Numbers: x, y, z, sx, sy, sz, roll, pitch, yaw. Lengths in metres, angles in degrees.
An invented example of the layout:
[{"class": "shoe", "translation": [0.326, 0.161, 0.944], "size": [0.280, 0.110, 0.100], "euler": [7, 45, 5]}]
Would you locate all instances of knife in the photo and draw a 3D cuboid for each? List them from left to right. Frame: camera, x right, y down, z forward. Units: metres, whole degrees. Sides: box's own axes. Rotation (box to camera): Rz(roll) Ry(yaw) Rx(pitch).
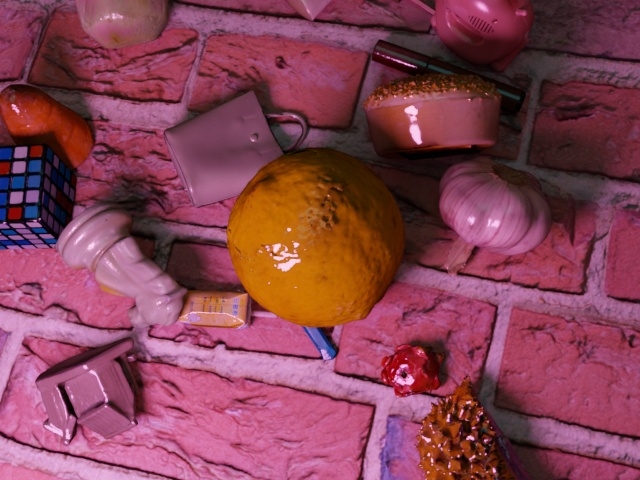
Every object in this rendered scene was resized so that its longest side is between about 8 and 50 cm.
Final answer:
[{"class": "knife", "translation": [-0.058, 0.132, 1.736], "size": [0.044, 0.026, 0.296], "euler": [-34, 74, -3]}]

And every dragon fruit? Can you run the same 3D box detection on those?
[{"class": "dragon fruit", "translation": [0.185, 0.259, 1.644], "size": [0.126, 0.068, 0.112], "euler": [5, 73, 9]}]

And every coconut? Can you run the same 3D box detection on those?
[{"class": "coconut", "translation": [-0.475, -0.575, 1.928], "size": [0.205, 0.236, 0.236], "euler": [-15, 64, -43]}]

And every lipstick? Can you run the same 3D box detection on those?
[{"class": "lipstick", "translation": [0.288, -0.372, 1.851], "size": [0.357, 0.057, 0.057], "euler": [22, 75, 13]}]

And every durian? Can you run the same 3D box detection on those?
[{"class": "durian", "translation": [0.298, 0.439, 1.548], "size": [0.191, 0.112, 0.341], "euler": [-28, 73, -6]}]

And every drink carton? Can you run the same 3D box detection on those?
[{"class": "drink carton", "translation": [-0.193, 0.147, 1.719], "size": [0.200, 0.074, 0.084], "euler": [1, 72, 8]}]

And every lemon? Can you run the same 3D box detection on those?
[{"class": "lemon", "translation": [0.000, 0.000, 1.614], "size": [0.350, 0.387, 0.349], "euler": [-31, 38, 28]}]

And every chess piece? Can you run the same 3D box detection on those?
[{"class": "chess piece", "translation": [-0.402, 0.071, 1.719], "size": [0.176, 0.176, 0.298], "euler": [-42, 74, -8]}]

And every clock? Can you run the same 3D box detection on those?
[{"class": "clock", "translation": [0.348, -0.497, 1.785], "size": [0.227, 0.241, 0.142], "euler": [39, 82, 11]}]

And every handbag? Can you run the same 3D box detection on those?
[{"class": "handbag", "translation": [-0.177, -0.215, 1.826], "size": [0.315, 0.109, 0.241], "euler": [-23, 71, -6]}]

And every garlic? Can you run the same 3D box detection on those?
[{"class": "garlic", "translation": [0.334, -0.033, 1.684], "size": [0.245, 0.245, 0.253], "euler": [33, 114, 15]}]

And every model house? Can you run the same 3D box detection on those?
[{"class": "model house", "translation": [-0.467, 0.318, 1.671], "size": [0.229, 0.122, 0.188], "euler": [-22, 83, 13]}]

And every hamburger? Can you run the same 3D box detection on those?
[{"class": "hamburger", "translation": [0.232, -0.262, 1.702], "size": [0.302, 0.302, 0.170], "euler": [-5, 90, 5]}]

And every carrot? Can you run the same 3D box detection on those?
[{"class": "carrot", "translation": [-0.628, -0.271, 1.828], "size": [0.159, 0.225, 0.159], "euler": [-5, 63, 10]}]

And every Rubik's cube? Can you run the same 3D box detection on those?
[{"class": "Rubik's cube", "translation": [-0.657, -0.091, 1.790], "size": [0.184, 0.187, 0.182], "euler": [-2, 71, 3]}]

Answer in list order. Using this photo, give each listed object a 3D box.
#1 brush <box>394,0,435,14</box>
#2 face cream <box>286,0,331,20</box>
[{"class": "brush", "translation": [0.226, -0.599, 1.941], "size": [0.233, 0.047, 0.103], "euler": [36, 79, 11]}, {"class": "face cream", "translation": [0.031, -0.694, 1.973], "size": [0.173, 0.081, 0.348], "euler": [40, 79, 17]}]
